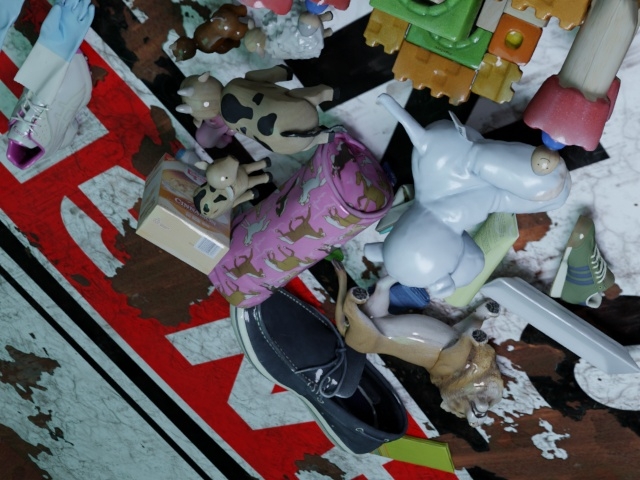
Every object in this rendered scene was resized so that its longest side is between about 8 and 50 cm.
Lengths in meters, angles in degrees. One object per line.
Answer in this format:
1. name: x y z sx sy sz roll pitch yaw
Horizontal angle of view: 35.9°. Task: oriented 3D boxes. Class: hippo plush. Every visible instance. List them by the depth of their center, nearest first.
1. hippo plush: 0.201 -0.032 1.373 0.234 0.236 0.294 21 -177 30

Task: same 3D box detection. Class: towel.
1. towel: 0.140 0.103 1.800 0.119 0.029 0.067 -20 122 44
2. towel: 0.173 0.447 2.144 0.237 0.021 0.102 7 140 28

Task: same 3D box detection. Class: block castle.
1. block castle: 0.139 -0.259 1.159 0.453 0.303 0.212 25 111 12

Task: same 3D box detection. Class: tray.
1. tray: 0.393 0.135 1.625 0.270 0.030 0.145 33 171 0

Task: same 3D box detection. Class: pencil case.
1. pencil case: -0.047 -0.027 1.657 0.160 0.167 0.386 54 132 1

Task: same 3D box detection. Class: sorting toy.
1. sorting toy: 0.000 0.000 1.790 0.102 0.042 0.061 20 156 -2

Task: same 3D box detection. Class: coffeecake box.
1. coffeecake box: -0.227 -0.048 1.670 0.142 0.185 0.068 32 114 -22

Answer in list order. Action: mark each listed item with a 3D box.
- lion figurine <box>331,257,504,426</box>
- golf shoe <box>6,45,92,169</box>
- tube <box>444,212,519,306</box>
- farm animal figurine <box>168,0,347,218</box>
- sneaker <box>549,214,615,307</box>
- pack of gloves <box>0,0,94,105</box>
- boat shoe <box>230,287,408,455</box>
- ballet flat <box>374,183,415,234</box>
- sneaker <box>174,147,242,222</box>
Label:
1. lion figurine: 0.164 0.176 1.753 0.392 0.142 0.240 27 140 -1
2. golf shoe: -0.501 -0.242 1.802 0.115 0.140 0.306 33 140 4
3. tube: 0.263 0.023 1.591 0.070 0.062 0.240 47 144 17
4. farm animal figurine: -0.121 -0.182 1.472 0.327 0.172 0.330 8 112 42
5. sneaker: 0.414 0.038 1.517 0.086 0.064 0.192 23 147 16
6. pack of gloves: -0.498 -0.370 1.667 0.195 0.046 0.232 35 117 0
7. boat shoe: 0.008 0.238 1.921 0.156 0.186 0.500 -14 127 37
8. ballet flat: 0.163 -0.070 1.591 0.213 0.072 0.068 -22 88 45
9. sneaker: -0.199 -0.080 1.812 0.092 0.087 0.228 -2 135 25
